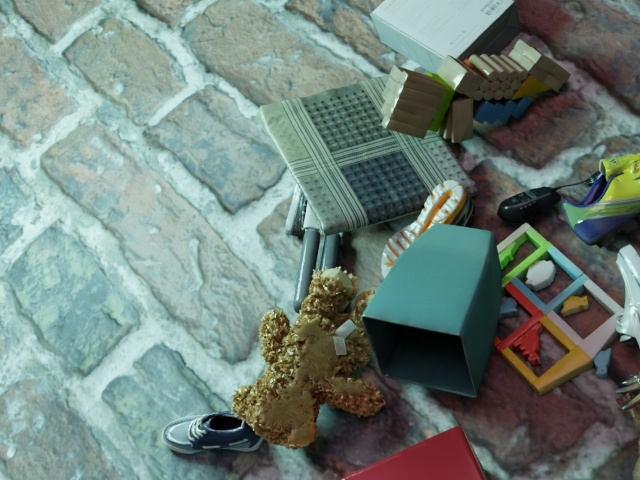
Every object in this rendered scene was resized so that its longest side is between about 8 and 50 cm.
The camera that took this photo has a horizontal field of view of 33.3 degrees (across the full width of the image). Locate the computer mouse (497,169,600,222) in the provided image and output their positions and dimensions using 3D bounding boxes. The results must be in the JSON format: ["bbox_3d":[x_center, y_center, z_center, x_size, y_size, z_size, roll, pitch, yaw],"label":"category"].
[{"bbox_3d":[0.421,-0.080,1.847,0.242,0.041,0.071,-19,14,5],"label":"computer mouse"}]

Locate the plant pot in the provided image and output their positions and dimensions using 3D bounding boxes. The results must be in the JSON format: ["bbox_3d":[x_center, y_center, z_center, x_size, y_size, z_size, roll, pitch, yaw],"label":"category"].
[{"bbox_3d":[0.198,0.094,1.714,0.165,0.166,0.234,10,53,26],"label":"plant pot"}]

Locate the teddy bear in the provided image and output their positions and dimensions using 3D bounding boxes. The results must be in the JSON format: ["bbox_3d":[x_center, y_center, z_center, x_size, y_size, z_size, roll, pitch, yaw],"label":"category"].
[{"bbox_3d":[-0.002,0.198,1.788,0.245,0.113,0.338,16,66,-2],"label":"teddy bear"}]

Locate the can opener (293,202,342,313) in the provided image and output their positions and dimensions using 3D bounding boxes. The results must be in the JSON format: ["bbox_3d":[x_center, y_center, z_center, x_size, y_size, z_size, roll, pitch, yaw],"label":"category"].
[{"bbox_3d":[0.000,0.000,1.929,0.074,0.093,0.280,7,64,4],"label":"can opener"}]

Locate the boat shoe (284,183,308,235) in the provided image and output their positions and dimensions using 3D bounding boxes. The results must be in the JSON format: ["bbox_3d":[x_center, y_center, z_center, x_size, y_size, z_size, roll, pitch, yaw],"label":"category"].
[{"bbox_3d":[-0.032,-0.069,2.016,0.040,0.049,0.142,12,65,6],"label":"boat shoe"}]

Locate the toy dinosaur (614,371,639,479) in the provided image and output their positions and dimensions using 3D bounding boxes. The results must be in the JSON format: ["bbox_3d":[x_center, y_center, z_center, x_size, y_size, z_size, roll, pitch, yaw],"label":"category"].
[{"bbox_3d":[0.478,0.288,1.484,0.127,0.200,0.296,-3,73,15],"label":"toy dinosaur"}]

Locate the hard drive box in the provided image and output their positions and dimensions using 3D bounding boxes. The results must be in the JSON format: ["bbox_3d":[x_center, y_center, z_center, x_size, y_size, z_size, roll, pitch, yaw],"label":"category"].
[{"bbox_3d":[0.245,-0.428,2.097,0.181,0.089,0.232,-44,55,-8],"label":"hard drive box"}]

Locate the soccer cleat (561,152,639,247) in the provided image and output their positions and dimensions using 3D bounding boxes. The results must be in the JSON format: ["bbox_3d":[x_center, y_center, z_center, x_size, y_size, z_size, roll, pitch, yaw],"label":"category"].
[{"bbox_3d":[0.528,-0.107,1.768,0.289,0.093,0.121,-38,87,-2],"label":"soccer cleat"}]

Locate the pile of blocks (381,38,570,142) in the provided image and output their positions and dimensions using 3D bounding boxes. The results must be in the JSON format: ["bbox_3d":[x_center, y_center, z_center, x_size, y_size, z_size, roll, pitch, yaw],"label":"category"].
[{"bbox_3d":[0.269,-0.275,1.963,0.362,0.149,0.113,-11,33,-14],"label":"pile of blocks"}]

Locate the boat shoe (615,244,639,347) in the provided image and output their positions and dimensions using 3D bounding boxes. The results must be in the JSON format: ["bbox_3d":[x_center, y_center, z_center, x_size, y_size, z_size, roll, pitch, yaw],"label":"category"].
[{"bbox_3d":[0.495,0.132,1.639,0.084,0.095,0.258,-23,64,14],"label":"boat shoe"}]

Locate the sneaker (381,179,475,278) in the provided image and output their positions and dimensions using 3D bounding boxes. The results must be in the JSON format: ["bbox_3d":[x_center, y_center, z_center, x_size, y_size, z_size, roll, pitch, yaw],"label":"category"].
[{"bbox_3d":[0.192,-0.002,1.867,0.215,0.083,0.084,-48,51,11],"label":"sneaker"}]

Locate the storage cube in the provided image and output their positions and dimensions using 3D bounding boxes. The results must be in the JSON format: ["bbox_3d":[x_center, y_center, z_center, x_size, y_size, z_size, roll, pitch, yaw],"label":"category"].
[{"bbox_3d":[0.169,0.416,1.551,0.193,0.184,0.215,-26,54,3],"label":"storage cube"}]

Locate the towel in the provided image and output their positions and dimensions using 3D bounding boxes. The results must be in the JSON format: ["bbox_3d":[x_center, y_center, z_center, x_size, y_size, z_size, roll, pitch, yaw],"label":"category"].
[{"bbox_3d":[0.080,-0.160,1.957,0.312,0.056,0.324,-16,56,-17],"label":"towel"}]

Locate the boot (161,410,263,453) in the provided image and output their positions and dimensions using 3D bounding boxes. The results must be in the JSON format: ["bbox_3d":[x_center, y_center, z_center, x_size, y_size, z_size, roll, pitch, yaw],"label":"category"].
[{"bbox_3d":[-0.195,0.316,1.813,0.190,0.086,0.069,-5,59,18],"label":"boot"}]

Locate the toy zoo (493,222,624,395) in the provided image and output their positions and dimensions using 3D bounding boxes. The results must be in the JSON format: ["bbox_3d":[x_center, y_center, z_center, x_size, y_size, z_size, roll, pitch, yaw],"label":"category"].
[{"bbox_3d":[0.362,0.120,1.750,0.192,0.030,0.293,-38,54,-4],"label":"toy zoo"}]
